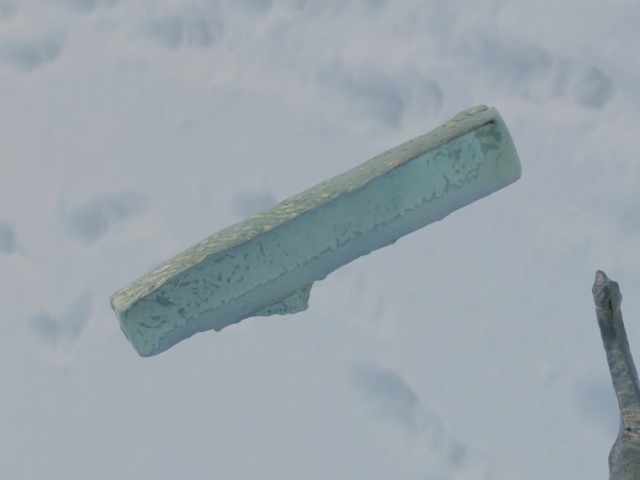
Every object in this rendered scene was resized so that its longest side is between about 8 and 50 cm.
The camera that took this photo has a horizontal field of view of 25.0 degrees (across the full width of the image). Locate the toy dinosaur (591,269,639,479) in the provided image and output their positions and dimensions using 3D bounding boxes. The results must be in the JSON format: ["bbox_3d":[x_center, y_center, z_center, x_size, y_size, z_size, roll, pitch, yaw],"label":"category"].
[{"bbox_3d":[0.197,0.166,0.897,0.188,0.075,0.247,-115,20,-58],"label":"toy dinosaur"}]

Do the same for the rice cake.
[{"bbox_3d":[0.000,0.000,0.596,0.042,0.180,0.030,65,176,-19],"label":"rice cake"}]
